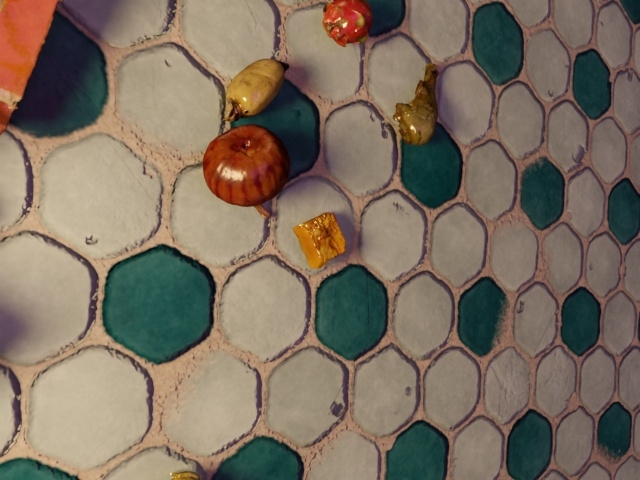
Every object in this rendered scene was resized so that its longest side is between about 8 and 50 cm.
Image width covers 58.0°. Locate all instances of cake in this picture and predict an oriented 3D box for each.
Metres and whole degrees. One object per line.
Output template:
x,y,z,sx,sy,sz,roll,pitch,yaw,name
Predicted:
-0.384,-0.254,0.673,0.135,0.098,0.287,30,75,-30,cake

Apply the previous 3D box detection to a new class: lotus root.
-0.104,-0.228,0.874,0.152,0.072,0.063,-56,128,-27,lotus root

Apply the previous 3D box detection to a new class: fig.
-0.099,-0.106,0.860,0.150,0.129,0.128,18,81,-59,fig

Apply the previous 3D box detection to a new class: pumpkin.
0.000,0.000,0.961,0.074,0.054,0.083,-24,89,-42,pumpkin

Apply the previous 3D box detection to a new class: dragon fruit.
0.049,-0.370,0.970,0.116,0.081,0.086,-30,104,-60,dragon fruit

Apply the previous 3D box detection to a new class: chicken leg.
0.185,-0.258,1.073,0.093,0.070,0.178,30,68,-24,chicken leg

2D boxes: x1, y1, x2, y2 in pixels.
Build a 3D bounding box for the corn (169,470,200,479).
-0.260,0.418,0.780,0.260,0.091,0.091,-30,110,-25,corn
